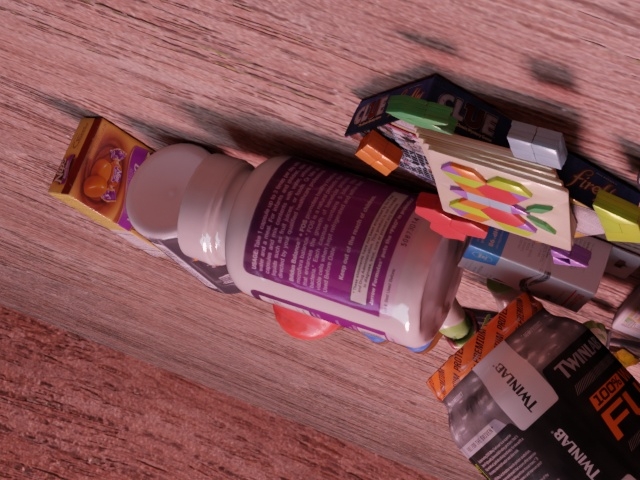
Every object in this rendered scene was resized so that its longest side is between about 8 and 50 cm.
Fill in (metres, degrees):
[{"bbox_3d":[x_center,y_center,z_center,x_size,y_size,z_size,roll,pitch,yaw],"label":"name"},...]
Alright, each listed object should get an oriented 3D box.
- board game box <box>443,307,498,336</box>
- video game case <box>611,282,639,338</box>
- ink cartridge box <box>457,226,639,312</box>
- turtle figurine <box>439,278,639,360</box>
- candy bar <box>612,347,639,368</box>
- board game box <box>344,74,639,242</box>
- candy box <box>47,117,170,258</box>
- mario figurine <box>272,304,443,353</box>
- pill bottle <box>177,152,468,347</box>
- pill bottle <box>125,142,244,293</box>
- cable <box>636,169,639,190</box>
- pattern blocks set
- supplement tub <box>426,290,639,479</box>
[{"bbox_3d":[0.272,0.151,2.309,0.170,0.048,0.141,34,161,-37],"label":"board game box"},{"bbox_3d":[0.441,0.102,1.911,0.206,0.026,0.227,21,166,5],"label":"video game case"},{"bbox_3d":[0.246,0.023,1.843,0.180,0.060,0.104,21,166,3],"label":"ink cartridge box"},{"bbox_3d":[0.234,0.119,2.059,0.198,0.274,0.266,18,143,48],"label":"turtle figurine"},{"bbox_3d":[0.335,0.172,2.227,0.161,0.018,0.040,-22,140,34],"label":"candy bar"},{"bbox_3d":[0.164,-0.073,1.648,0.243,0.042,0.165,28,165,-20],"label":"board game box"},{"bbox_3d":[-0.241,-0.065,2.165,0.053,0.109,0.186,7,160,47],"label":"candy box"},{"bbox_3d":[0.056,0.047,2.192,0.198,0.170,0.320,-25,156,21],"label":"mario figurine"},{"bbox_3d":[0.000,0.000,1.916,0.301,0.169,0.169,18,165,18],"label":"pill bottle"},{"bbox_3d":[-0.129,-0.015,2.138,0.130,0.130,0.245,14,164,30],"label":"pill bottle"},{"bbox_3d":[0.370,-0.031,1.504,0.184,0.047,0.150,21,161,16],"label":"cable"},{"bbox_3d":[0.166,-0.045,1.603,0.285,0.026,0.325,14,163,30],"label":"pattern blocks set"},{"bbox_3d":[0.273,0.219,1.840,0.316,0.193,0.193,47,168,7],"label":"supplement tub"}]
